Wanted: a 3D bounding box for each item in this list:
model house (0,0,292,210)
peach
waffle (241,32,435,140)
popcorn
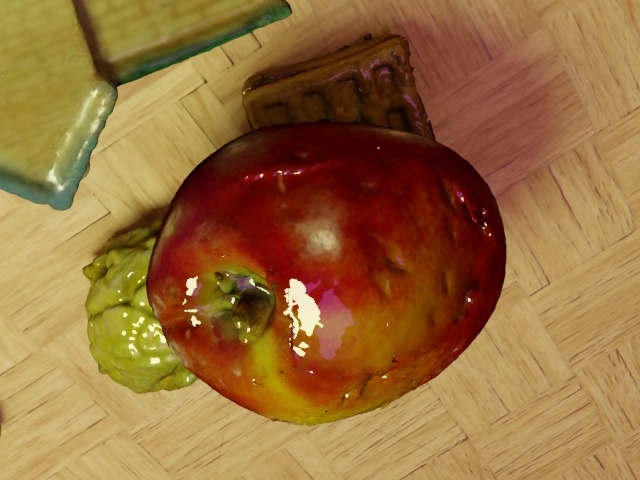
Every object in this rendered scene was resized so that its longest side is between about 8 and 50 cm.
[{"bbox_3d":[-0.254,-0.266,1.218,0.382,0.334,0.342,-23,138,-8],"label":"model house"},{"bbox_3d":[0.026,0.033,1.343,0.416,0.353,0.339,-17,111,-57],"label":"peach"},{"bbox_3d":[0.044,-0.080,1.521,0.224,0.098,0.327,-19,116,-4],"label":"waffle"},{"bbox_3d":[-0.200,0.082,1.524,0.259,0.259,0.212,-19,102,-5],"label":"popcorn"}]
